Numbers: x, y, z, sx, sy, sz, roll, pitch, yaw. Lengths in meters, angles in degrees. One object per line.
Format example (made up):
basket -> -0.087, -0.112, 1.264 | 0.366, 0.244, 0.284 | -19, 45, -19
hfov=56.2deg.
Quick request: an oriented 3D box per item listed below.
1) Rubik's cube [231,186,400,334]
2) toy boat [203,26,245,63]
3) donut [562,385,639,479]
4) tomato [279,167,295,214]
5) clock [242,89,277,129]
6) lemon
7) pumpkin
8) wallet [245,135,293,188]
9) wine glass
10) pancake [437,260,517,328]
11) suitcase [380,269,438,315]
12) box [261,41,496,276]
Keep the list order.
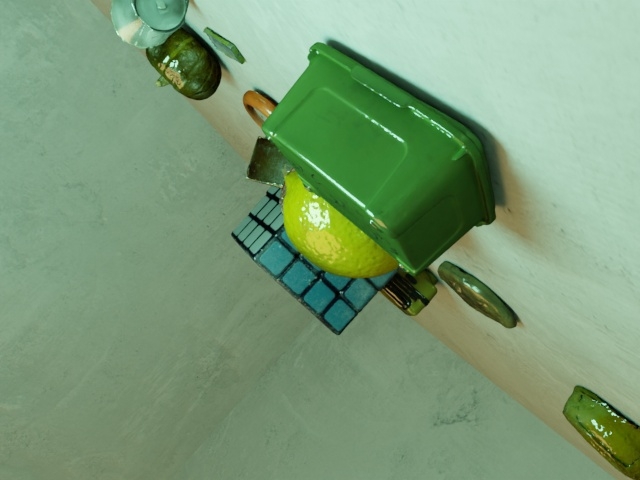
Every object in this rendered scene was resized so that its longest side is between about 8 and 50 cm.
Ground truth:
Rubik's cube -> 0.000, 0.000, 1.693 | 0.344, 0.337, 0.343 | 43, 176, -22
toy boat -> -0.221, -0.447, 1.376 | 0.115, 0.016, 0.063 | 39, 174, 32
donut -> 0.736, 0.499, 1.534 | 0.272, 0.107, 0.272 | 44, 176, 3
tomato -> 0.011, -0.113, 1.374 | 0.085, 0.225, 0.225 | 34, -177, -42
clock -> -0.121, -0.312, 1.565 | 0.205, 0.051, 0.205 | 41, 173, 6
lemon -> 0.062, -0.052, 1.140 | 0.267, 0.267, 0.267 | 42, 176, 4
pumpkin -> -0.366, -0.456, 1.571 | 0.219, 0.162, 0.219 | 44, -178, -2
wallet -> -0.072, -0.184, 1.503 | 0.232, 0.122, 0.031 | 16, 179, 22
wine glass -> -0.378, -0.513, 1.338 | 0.156, 0.156, 0.232 | 44, 171, -27
pancake -> 0.391, 0.148, 1.522 | 0.242, 0.050, 0.242 | 43, 177, 3
suitcase -> 0.265, 0.132, 1.904 | 0.194, 0.143, 0.235 | 43, 177, 3
box -> 0.079, -0.110, 0.884 | 0.328, 0.178, 0.253 | 40, 174, 32
